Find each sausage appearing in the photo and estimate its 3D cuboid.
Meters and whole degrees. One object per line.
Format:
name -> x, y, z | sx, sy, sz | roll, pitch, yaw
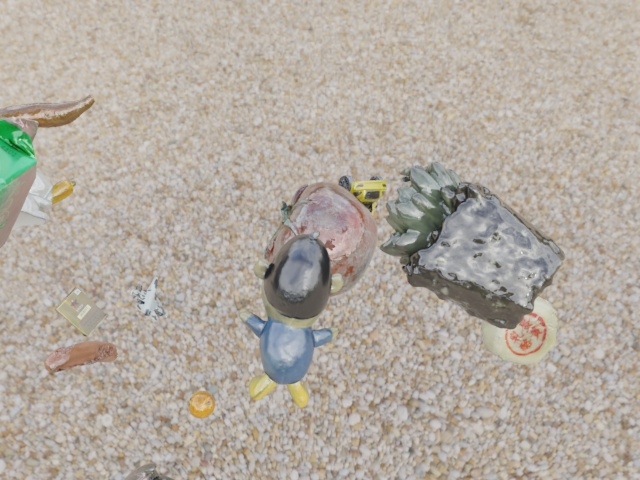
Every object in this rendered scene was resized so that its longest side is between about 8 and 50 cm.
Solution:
sausage -> -0.782, 0.379, 1.857 | 0.079, 0.326, 0.087 | 24, 91, 17

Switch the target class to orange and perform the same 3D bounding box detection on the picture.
orange -> -0.358, 0.497, 1.692 | 0.083, 0.083, 0.083 | 0, 52, 0

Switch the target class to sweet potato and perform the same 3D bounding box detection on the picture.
sweet potato -> -0.699, -0.297, 1.337 | 0.314, 0.066, 0.072 | -10, 13, -12

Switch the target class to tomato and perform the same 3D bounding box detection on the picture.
tomato -> 0.000, 0.000, 1.491 | 0.282, 0.317, 0.317 | 30, 53, -12

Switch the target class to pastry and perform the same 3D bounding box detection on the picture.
pastry -> 0.671, 0.293, 1.882 | 0.265, 0.265, 0.133 | -14, 15, -10

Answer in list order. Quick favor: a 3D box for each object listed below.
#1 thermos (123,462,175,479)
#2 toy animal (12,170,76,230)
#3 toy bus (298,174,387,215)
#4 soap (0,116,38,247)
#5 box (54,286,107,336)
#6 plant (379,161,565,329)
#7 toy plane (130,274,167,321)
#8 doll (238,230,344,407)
thermos -> -0.256, 0.468, 0.948 | 0.193, 0.137, 0.105 | 62, 33, -4
toy animal -> -0.580, -0.117, 1.111 | 0.131, 0.127, 0.182 | -16, 52, 11
toy bus -> 0.064, -0.117, 1.769 | 0.145, 0.331, 0.151 | -4, 89, -36
soap -> -0.420, -0.006, 0.580 | 0.098, 0.218, 0.273 | 30, 31, -9
box -> -0.728, 0.218, 1.702 | 0.023, 0.133, 0.090 | -4, 43, 41
plant -> 0.153, 0.004, 0.617 | 0.194, 0.129, 0.132 | 34, 94, 13
toy plane -> -0.606, 0.204, 1.982 | 0.082, 0.160, 0.234 | -45, 29, 8
doll -> -0.028, 0.074, 0.551 | 0.102, 0.179, 0.089 | 13, 16, -10
